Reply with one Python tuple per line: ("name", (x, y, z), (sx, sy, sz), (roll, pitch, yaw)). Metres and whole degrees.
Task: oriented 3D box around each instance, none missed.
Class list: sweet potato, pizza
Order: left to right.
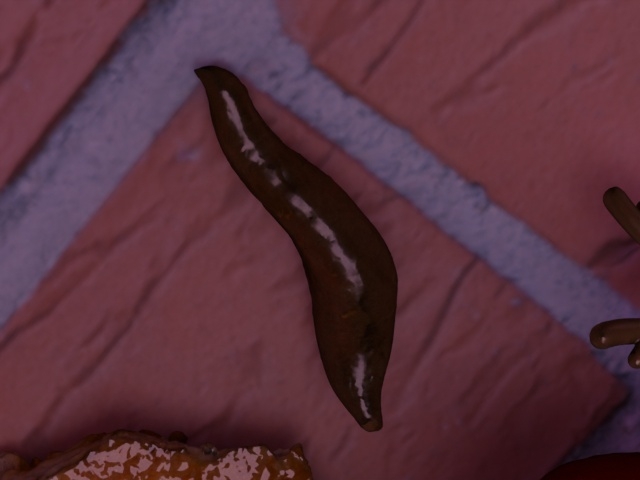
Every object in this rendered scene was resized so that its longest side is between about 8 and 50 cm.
("pizza", (-0.085, 0.179, 1.041), (0.271, 0.056, 0.134), (9, 110, -11))
("sweet potato", (0.001, -0.002, 0.991), (0.069, 0.059, 0.249), (-21, 108, 12))

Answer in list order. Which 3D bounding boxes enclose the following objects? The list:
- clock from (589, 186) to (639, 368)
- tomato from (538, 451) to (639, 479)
("clock", (0.302, 0.069, 0.970), (0.308, 0.235, 0.096), (24, 135, -12))
("tomato", (0.194, 0.290, 0.990), (0.293, 0.290, 0.325), (19, 127, 0))
